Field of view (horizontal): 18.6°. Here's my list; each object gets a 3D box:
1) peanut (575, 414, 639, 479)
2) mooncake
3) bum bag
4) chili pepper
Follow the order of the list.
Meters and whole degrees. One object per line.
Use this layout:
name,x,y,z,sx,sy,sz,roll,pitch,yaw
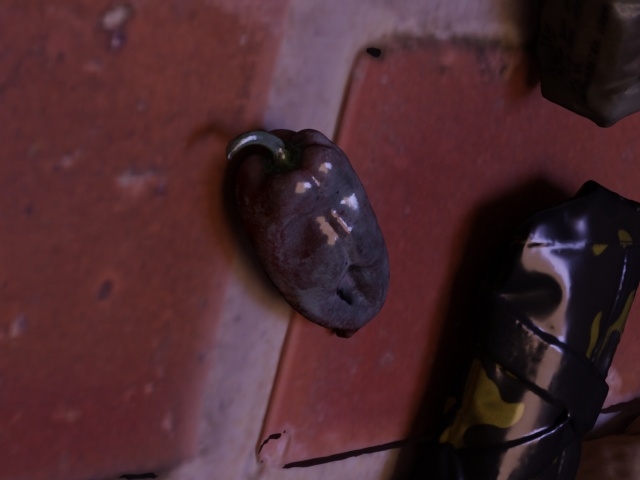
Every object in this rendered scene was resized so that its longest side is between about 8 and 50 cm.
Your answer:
peanut,0.198,0.142,1.089,0.228,0.104,0.086,-21,134,-49
mooncake,0.157,-0.129,0.897,0.130,0.073,0.125,-32,150,-27
bum bag,0.096,0.081,0.954,0.106,0.060,0.233,13,96,-46
chili pepper,0.000,0.001,0.797,0.050,0.041,0.153,-19,138,6
